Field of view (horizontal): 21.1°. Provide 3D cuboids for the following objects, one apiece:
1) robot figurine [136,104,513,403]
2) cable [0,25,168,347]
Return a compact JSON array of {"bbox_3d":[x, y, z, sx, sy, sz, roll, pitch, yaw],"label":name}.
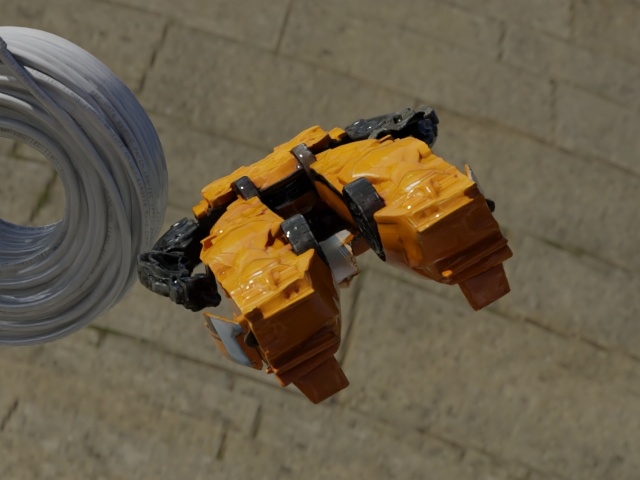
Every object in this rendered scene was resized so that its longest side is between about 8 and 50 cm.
[{"bbox_3d":[0.000,0.000,1.016,0.211,0.085,0.291,-29,15,-5],"label":"robot figurine"},{"bbox_3d":[-0.251,-0.044,1.382,0.257,0.257,0.089,37,25,-6],"label":"cable"}]
